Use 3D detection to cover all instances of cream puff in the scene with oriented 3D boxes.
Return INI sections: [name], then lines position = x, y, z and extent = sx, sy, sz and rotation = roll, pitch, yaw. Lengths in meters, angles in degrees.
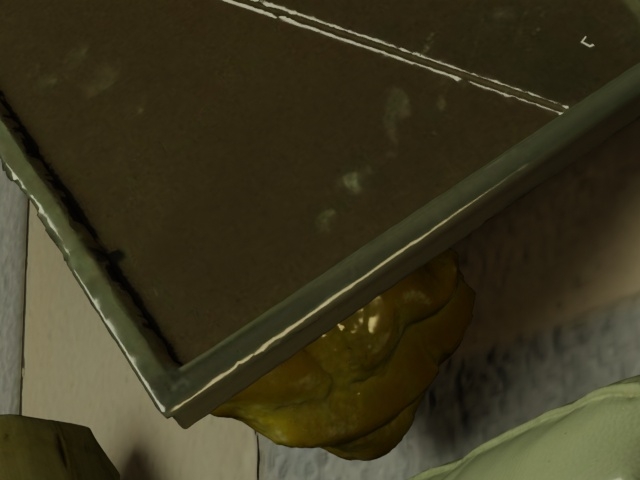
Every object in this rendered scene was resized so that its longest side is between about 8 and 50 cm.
[cream puff]
position = 0.000, 0.000, 0.570
extent = 0.116, 0.146, 0.146
rotation = -49, 39, 12

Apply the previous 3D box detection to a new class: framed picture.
[framed picture]
position = -0.034, -0.096, 0.550
extent = 0.281, 0.209, 0.019
rotation = 54, 172, 30

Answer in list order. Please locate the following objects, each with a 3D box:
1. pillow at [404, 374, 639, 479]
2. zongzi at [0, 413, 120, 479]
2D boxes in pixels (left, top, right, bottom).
[pillow]
position = 0.052, 0.214, 0.420
extent = 0.255, 0.120, 0.322
rotation = -37, 53, 52
[zongzi]
position = -0.132, 0.233, 0.741
extent = 0.228, 0.115, 0.256
rotation = -127, 44, -55
